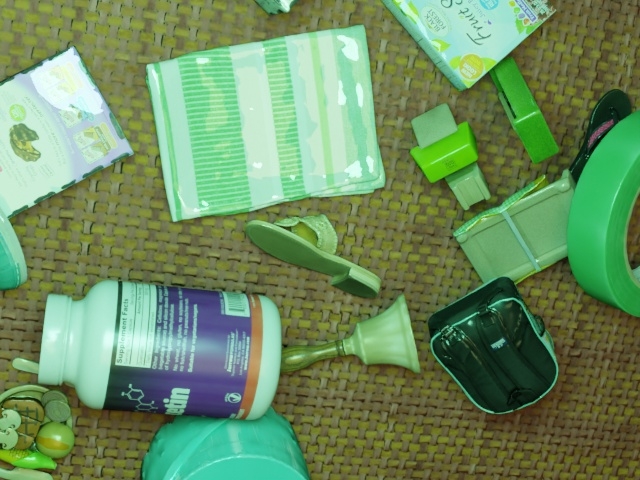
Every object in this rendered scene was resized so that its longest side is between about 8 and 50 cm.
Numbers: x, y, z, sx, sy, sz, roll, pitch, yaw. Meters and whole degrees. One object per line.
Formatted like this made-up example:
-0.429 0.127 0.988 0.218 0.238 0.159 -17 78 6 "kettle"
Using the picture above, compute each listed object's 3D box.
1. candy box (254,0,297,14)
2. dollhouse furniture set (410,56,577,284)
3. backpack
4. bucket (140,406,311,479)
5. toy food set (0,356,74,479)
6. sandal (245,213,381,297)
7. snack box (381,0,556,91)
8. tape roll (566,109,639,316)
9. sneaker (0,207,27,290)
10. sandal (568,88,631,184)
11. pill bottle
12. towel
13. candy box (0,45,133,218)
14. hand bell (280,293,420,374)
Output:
-0.003 -0.413 1.326 0.071 0.159 0.233 43 89 -16 "candy box"
0.279 -0.091 1.511 0.197 0.151 0.301 -27 127 13 "dollhouse furniture set"
0.273 0.164 1.515 0.166 0.144 0.188 -33 102 15 "backpack"
-0.133 0.390 1.456 0.281 0.183 0.281 -3 103 -12 "bucket"
-0.424 0.274 1.439 0.132 0.038 0.192 17 97 -16 "toy food set"
-0.004 0.001 1.473 0.240 0.088 0.079 30 63 -24 "sandal"
0.204 -0.350 1.418 0.174 0.070 0.207 -41 95 -1 "snack box"
0.517 -0.043 1.509 0.321 0.077 0.321 -14 116 -32 "tape roll"
-0.501 -0.045 1.290 0.121 0.108 0.302 -37 119 -26 "sneaker"
0.446 -0.151 1.547 0.067 0.040 0.179 22 96 -16 "sandal"
-0.226 0.154 1.385 0.323 0.181 0.181 6 100 -14 "pill bottle"
-0.076 -0.166 1.427 0.325 0.038 0.248 -11 103 -10 "towel"
-0.383 -0.149 1.342 0.196 0.070 0.165 -28 107 -6 "candy box"
0.023 0.168 1.503 0.242 0.126 0.126 -13 105 3 "hand bell"
